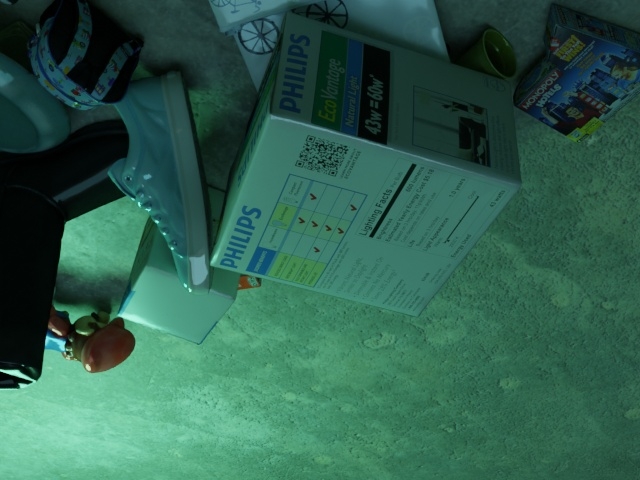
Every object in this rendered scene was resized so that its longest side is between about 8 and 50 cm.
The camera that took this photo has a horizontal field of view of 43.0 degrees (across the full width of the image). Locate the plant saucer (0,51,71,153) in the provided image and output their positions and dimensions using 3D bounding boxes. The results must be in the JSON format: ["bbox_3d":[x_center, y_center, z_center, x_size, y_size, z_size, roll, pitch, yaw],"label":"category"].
[{"bbox_3d":[-0.553,-0.225,1.283,0.317,0.044,0.318,15,156,7],"label":"plant saucer"}]

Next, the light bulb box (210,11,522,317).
[{"bbox_3d":[0.056,-0.098,1.241,0.360,0.225,0.358,15,139,-12],"label":"light bulb box"}]

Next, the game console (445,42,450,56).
[{"bbox_3d":[0.137,-0.268,1.305,0.122,0.071,0.107,6,168,-2],"label":"game console"}]

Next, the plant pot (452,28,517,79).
[{"bbox_3d":[0.247,-0.270,1.255,0.083,0.083,0.079,33,142,-29],"label":"plant pot"}]

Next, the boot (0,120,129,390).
[{"bbox_3d":[-0.447,0.022,1.336,0.366,0.445,0.146,-12,136,17],"label":"boot"}]

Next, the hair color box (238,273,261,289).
[{"bbox_3d":[-0.190,0.065,1.649,0.141,0.072,0.043,-9,136,14],"label":"hair color box"}]

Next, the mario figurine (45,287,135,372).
[{"bbox_3d":[-0.560,0.187,1.801,0.320,0.170,0.198,13,174,4],"label":"mario figurine"}]

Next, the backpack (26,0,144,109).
[{"bbox_3d":[-0.361,-0.266,1.217,0.116,0.173,0.158,-27,131,29],"label":"backpack"}]

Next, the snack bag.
[{"bbox_3d":[-0.001,-0.350,1.173,0.323,0.037,0.343,-11,128,15],"label":"snack bag"}]

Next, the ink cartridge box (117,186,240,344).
[{"bbox_3d":[-0.245,0.032,1.496,0.168,0.233,0.171,22,135,-17],"label":"ink cartridge box"}]

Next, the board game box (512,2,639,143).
[{"bbox_3d":[0.396,-0.268,1.255,0.194,0.060,0.194,25,134,-21],"label":"board game box"}]

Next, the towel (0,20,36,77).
[{"bbox_3d":[-0.494,-0.286,1.312,0.148,0.027,0.110,-22,133,24],"label":"towel"}]

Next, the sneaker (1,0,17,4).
[{"bbox_3d":[-0.509,-0.411,1.154,0.082,0.071,0.191,-19,125,32],"label":"sneaker"}]

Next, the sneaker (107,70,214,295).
[{"bbox_3d":[-0.262,-0.084,1.327,0.150,0.366,0.135,-10,180,-2],"label":"sneaker"}]
